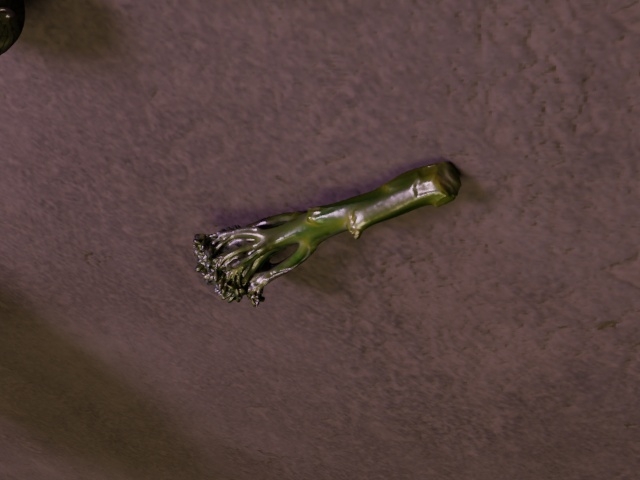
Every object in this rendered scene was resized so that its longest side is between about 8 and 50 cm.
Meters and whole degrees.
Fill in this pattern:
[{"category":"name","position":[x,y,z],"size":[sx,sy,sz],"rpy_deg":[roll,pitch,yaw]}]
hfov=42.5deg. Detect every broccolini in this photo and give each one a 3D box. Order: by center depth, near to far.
[{"category":"broccolini","position":[-0.002,0.000,0.565],"size":[0.216,0.058,0.067],"rpy_deg":[-15,129,38]}]

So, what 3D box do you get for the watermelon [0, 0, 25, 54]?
[{"category":"watermelon","position":[-0.219,-0.139,0.471],"size":[0.111,0.078,0.078],"rpy_deg":[11,144,10]}]
